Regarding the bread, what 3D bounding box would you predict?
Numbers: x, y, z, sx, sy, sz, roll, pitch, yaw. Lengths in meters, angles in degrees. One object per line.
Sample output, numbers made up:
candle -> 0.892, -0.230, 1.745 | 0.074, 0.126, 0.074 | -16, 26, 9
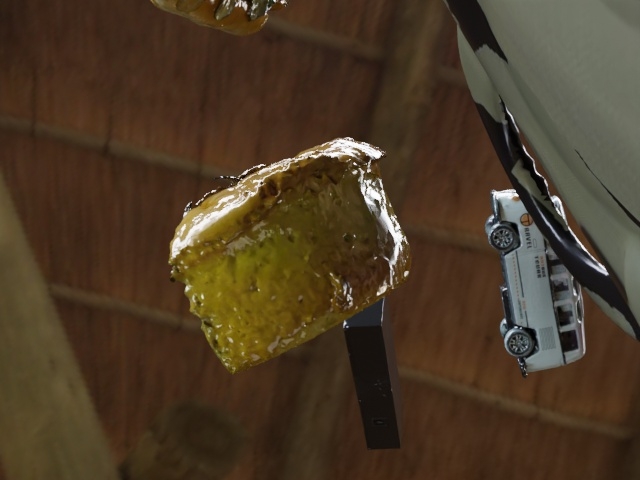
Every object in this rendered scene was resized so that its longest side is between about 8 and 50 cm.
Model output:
bread -> -0.003, -0.002, 1.239 | 0.260, 0.147, 0.160 | -20, -91, -62

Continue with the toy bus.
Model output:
toy bus -> 0.223, 0.038, 1.524 | 0.087, 0.089, 0.194 | -66, -34, -81

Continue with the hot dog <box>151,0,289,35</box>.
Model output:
hot dog -> -0.115, -0.289, 1.625 | 0.269, 0.072, 0.109 | 7, -98, -62

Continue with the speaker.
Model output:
speaker -> 0.065, 0.149, 1.742 | 0.044, 0.218, 0.082 | -3, -137, 9

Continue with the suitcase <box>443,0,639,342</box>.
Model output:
suitcase -> 0.153, -0.089, 0.494 | 0.194, 0.339, 0.352 | -19, -110, -24
